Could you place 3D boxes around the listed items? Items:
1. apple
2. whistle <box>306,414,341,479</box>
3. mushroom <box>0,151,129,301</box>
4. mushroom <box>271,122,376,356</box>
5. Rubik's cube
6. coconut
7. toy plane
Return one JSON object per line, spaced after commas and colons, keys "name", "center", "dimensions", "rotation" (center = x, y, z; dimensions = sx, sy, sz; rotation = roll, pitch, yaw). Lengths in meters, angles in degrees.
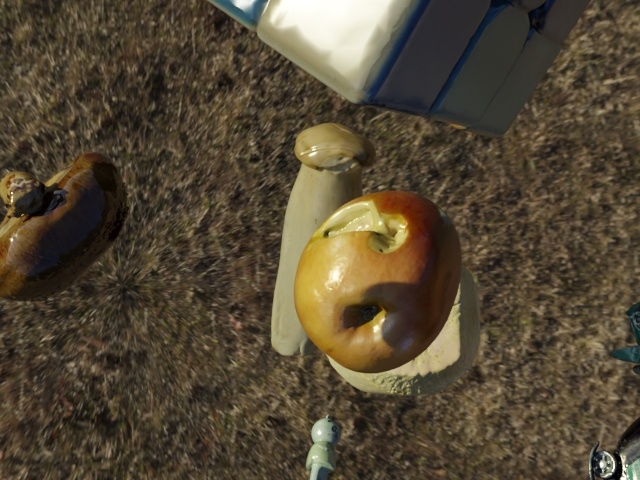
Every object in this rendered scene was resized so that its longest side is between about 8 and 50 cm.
{"name": "apple", "center": [0.057, 0.044, 0.887], "dimensions": [0.199, 0.199, 0.199], "rotation": [1, 87, -13]}
{"name": "whistle", "center": [0.003, 0.243, 0.973], "dimensions": [0.035, 0.035, 0.100], "rotation": [22, 50, -11]}
{"name": "mushroom", "center": [-0.196, -0.012, 0.619], "dimensions": [0.127, 0.127, 0.087], "rotation": [-45, 104, -11]}
{"name": "mushroom", "center": [0.006, 0.000, 1.397], "dimensions": [0.154, 0.137, 0.408], "rotation": [-24, 137, -43]}
{"name": "Rubik's cube", "center": [0.070, -0.328, 0.755], "dimensions": [0.347, 0.344, 0.347], "rotation": [38, 110, 24]}
{"name": "coconut", "center": [0.117, 0.122, 1.298], "dimensions": [0.239, 0.244, 0.239], "rotation": [1, 81, -6]}
{"name": "toy plane", "center": [0.404, 0.248, 1.012], "dimensions": [0.106, 0.155, 0.382], "rotation": [33, 52, -50]}
